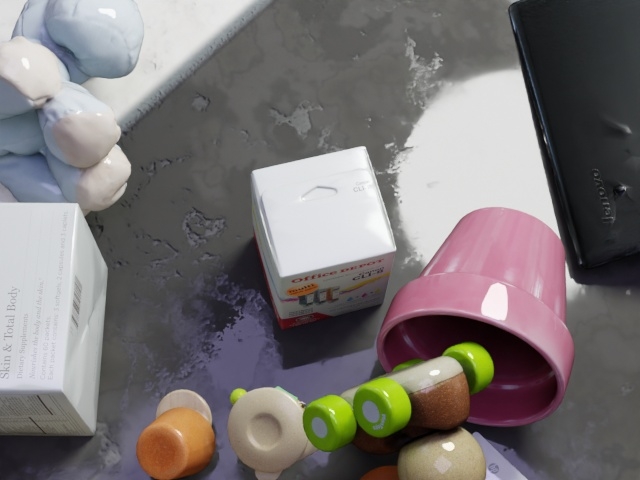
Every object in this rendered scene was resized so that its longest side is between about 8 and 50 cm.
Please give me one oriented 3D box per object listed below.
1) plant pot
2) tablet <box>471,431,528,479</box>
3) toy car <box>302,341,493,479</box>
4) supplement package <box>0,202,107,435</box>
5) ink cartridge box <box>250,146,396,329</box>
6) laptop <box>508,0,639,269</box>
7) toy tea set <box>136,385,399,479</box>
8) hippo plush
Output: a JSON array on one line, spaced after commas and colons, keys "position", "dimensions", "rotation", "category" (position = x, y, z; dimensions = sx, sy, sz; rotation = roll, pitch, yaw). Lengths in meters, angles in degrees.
[{"position": [0.181, 0.071, 1.221], "dimensions": [0.201, 0.201, 0.180], "rotation": [20, 52, 7], "category": "plant pot"}, {"position": [0.182, 0.254, 1.235], "dimensions": [0.054, 0.006, 0.083], "rotation": [-42, 75, -17], "category": "tablet"}, {"position": [0.101, 0.213, 1.093], "dimensions": [0.155, 0.149, 0.188], "rotation": [-16, 83, -43], "category": "toy car"}, {"position": [-0.373, 0.087, 1.186], "dimensions": [0.263, 0.198, 0.199], "rotation": [0, 68, -1], "category": "supplement package"}, {"position": [0.000, 0.000, 1.242], "dimensions": [0.128, 0.176, 0.127], "rotation": [-14, 69, -7], "category": "ink cartridge box"}, {"position": [0.500, -0.168, 1.400], "dimensions": [0.408, 0.236, 0.382], "rotation": [6, 61, -30], "category": "laptop"}, {"position": [-0.029, 0.260, 1.192], "dimensions": [0.336, 0.124, 0.200], "rotation": [42, 102, 11], "category": "toy tea set"}, {"position": [-0.304, -0.169, 1.322], "dimensions": [0.294, 0.234, 0.236], "rotation": [-10, 38, 39], "category": "hippo plush"}]
